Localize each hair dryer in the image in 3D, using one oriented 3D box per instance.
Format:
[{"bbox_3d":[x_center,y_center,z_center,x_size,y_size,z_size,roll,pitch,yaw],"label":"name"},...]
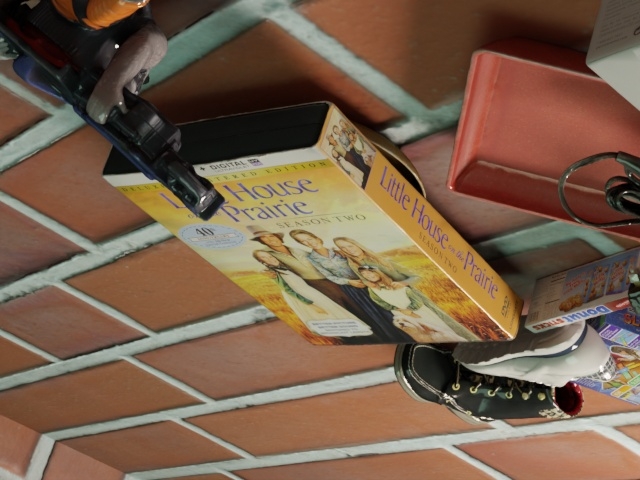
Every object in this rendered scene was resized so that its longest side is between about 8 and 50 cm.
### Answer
[{"bbox_3d":[0.379,0.004,1.187,0.294,0.080,0.223,-8,140,33],"label":"hair dryer"}]

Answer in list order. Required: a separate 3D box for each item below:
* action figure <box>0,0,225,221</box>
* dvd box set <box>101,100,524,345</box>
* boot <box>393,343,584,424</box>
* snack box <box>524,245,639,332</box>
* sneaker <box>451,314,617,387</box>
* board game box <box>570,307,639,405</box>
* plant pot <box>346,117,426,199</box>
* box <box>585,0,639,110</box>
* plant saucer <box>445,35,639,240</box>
[{"bbox_3d":[-0.170,-0.193,1.160,0.341,0.178,0.330,43,160,5],"label":"action figure"},{"bbox_3d":[0.000,0.000,1.479,0.308,0.062,0.420,-5,147,36],"label":"dvd box set"},{"bbox_3d":[0.228,0.186,1.761,0.179,0.085,0.236,-9,150,40],"label":"boot"},{"bbox_3d":[0.300,0.057,1.473,0.022,0.064,0.178,31,152,-21],"label":"snack box"},{"bbox_3d":[0.257,0.143,1.614,0.095,0.090,0.235,43,156,-23],"label":"sneaker"},{"bbox_3d":[0.379,0.143,1.630,0.136,0.035,0.201,20,154,-5],"label":"board game box"},{"bbox_3d":[0.003,-0.078,1.429,0.236,0.032,0.236,14,155,7],"label":"plant pot"},{"bbox_3d":[0.276,-0.168,0.914,0.130,0.170,0.091,33,152,-28],"label":"box"},{"bbox_3d":[0.258,-0.093,1.221,0.259,0.047,0.258,14,154,6],"label":"plant saucer"}]
